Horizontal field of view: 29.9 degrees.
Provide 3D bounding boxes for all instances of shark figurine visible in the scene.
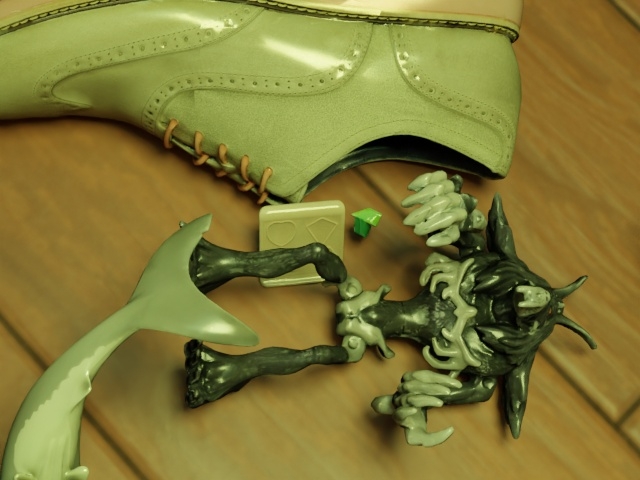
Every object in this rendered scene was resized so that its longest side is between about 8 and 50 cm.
[{"bbox_3d":[-0.141,0.120,0.679,0.166,0.116,0.278,4,109,-17],"label":"shark figurine"}]

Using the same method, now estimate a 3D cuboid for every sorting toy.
[{"bbox_3d":[0.000,0.000,0.801,0.083,0.062,0.012,-5,34,-9],"label":"sorting toy"}]

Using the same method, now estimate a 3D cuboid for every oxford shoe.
[{"bbox_3d":[-0.058,-0.094,0.782,0.397,0.140,0.146,-3,86,-2],"label":"oxford shoe"}]

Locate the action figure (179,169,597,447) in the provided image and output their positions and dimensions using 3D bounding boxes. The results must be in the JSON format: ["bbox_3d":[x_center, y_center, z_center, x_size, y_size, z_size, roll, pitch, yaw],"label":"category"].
[{"bbox_3d":[0.053,0.047,0.742,0.275,0.141,0.164,-3,84,-8],"label":"action figure"}]
